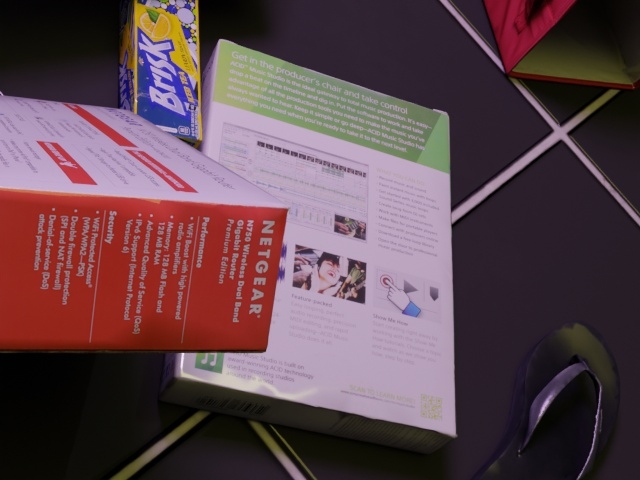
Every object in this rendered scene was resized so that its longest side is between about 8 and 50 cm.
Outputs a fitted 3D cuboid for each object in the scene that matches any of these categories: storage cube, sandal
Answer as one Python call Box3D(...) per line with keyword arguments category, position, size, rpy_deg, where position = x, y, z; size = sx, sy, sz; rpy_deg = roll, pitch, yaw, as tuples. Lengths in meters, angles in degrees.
Box3D(category="storage cube", position=(0.296, -0.298, 1.088), size=(0.215, 0.183, 0.193), rpy_deg=(2, 62, -26))
Box3D(category="sandal", position=(0.198, 0.167, 0.851), size=(0.097, 0.054, 0.254), rpy_deg=(39, 52, -3))

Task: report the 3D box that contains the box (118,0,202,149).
Box3D(category="box", position=(-0.137, -0.145, 0.856), size=(0.059, 0.054, 0.168), rpy_deg=(8, 59, -24))

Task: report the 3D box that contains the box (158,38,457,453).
Box3D(category="box", position=(0.000, 0.000, 0.845), size=(0.232, 0.058, 0.321), rpy_deg=(16, 58, -19))

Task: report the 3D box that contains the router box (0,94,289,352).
Box3D(category="router box", position=(-0.221, -0.030, 0.592), size=(0.301, 0.335, 0.082), rpy_deg=(4, 103, -25))
